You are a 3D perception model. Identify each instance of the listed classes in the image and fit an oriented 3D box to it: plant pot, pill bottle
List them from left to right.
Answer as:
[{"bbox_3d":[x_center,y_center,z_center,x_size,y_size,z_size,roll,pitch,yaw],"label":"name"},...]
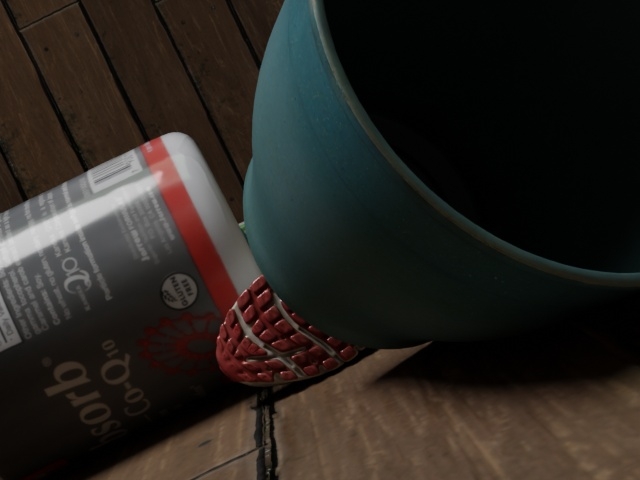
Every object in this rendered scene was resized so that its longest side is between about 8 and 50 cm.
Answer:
[{"bbox_3d":[-0.225,0.078,0.948,0.362,0.210,0.210,-27,5,-4],"label":"pill bottle"},{"bbox_3d":[0.078,-0.057,0.682,0.271,0.272,0.255,-28,-10,-30],"label":"plant pot"}]

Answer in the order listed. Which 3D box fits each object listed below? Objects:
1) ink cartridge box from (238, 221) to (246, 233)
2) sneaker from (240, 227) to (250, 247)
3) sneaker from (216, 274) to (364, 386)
[{"bbox_3d":[-0.148,0.045,1.588,0.219,0.093,0.160,-21,6,37],"label":"ink cartridge box"},{"bbox_3d":[-0.182,0.051,1.194,0.295,0.178,0.124,-24,4,26],"label":"sneaker"},{"bbox_3d":[0.021,0.047,0.879,0.225,0.088,0.093,-28,-15,-25],"label":"sneaker"}]
